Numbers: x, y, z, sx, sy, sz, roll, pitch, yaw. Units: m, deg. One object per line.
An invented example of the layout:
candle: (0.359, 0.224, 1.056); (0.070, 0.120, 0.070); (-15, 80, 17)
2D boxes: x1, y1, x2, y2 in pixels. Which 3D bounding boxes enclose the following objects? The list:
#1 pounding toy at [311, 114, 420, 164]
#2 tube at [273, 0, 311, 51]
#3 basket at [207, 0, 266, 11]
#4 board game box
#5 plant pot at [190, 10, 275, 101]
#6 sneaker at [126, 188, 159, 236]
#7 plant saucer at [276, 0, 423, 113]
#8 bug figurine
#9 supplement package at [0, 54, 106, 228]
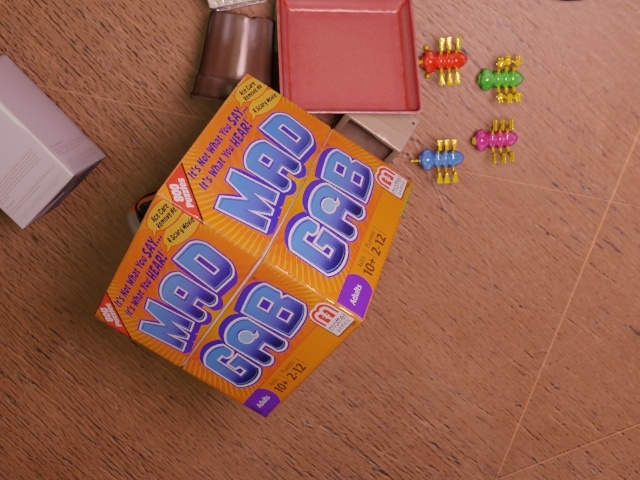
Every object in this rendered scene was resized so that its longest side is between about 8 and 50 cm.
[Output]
pounding toy: (0.064, -0.236, 1.582); (0.206, 0.181, 0.094); (35, 70, -5)
tube: (-0.050, -0.478, 1.541); (0.070, 0.062, 0.240); (29, 125, 42)
basket: (-0.171, -0.524, 1.512); (0.113, 0.103, 0.167); (-9, 106, 9)
board game box: (-0.111, 0.013, 1.402); (0.356, 0.357, 0.356); (32, 134, -7)
plant pot: (-0.158, -0.350, 1.546); (0.166, 0.167, 0.165); (10, 102, 4)
sneaker: (-0.260, 0.029, 1.699); (0.180, 0.124, 0.321); (-26, 104, 16)
plant saucer: (0.049, -0.342, 1.493); (0.259, 0.048, 0.259); (-1, 71, -6)
bug figurine: (0.285, -0.253, 1.564); (0.216, 0.072, 0.279); (0, 104, 0)
supplement package: (-0.624, -0.204, 1.638); (0.177, 0.175, 0.293); (-40, 100, 19)
